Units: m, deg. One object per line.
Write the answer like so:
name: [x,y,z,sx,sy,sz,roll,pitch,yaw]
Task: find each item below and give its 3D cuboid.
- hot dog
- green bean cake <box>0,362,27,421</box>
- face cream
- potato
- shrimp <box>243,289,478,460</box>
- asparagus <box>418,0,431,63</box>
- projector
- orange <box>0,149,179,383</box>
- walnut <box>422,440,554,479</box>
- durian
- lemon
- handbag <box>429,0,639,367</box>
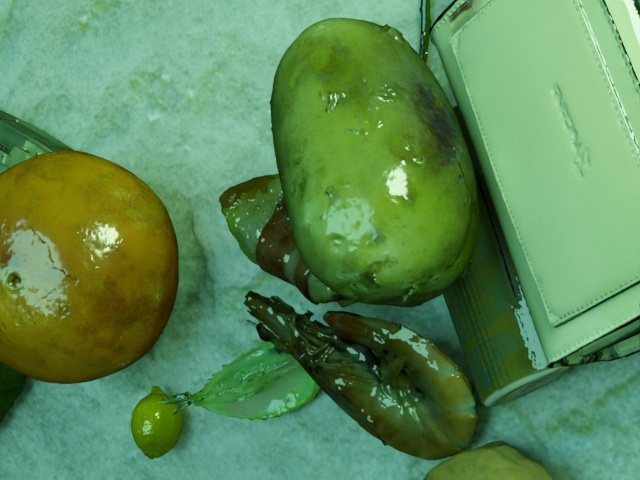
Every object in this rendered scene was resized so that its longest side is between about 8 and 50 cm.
hot dog: [0.000,0.004,1.672,0.261,0.093,0.123,37,90,36]
green bean cake: [-0.543,0.166,2.118,0.250,0.156,0.247,54,124,28]
face cream: [0.160,0.015,1.536,0.139,0.067,0.285,-41,64,55]
potato: [0.050,-0.075,1.453,0.173,0.210,0.308,-30,64,32]
shrimp: [0.043,0.122,1.593,0.287,0.063,0.152,35,136,9]
asparagus: [0.109,-0.211,1.625,0.016,0.016,0.163,4,94,16]
projector: [-0.429,-0.062,2.061,0.269,0.088,0.194,27,105,38]
orange: [-0.309,0.034,1.846,0.283,0.226,0.284,1,92,20]
walnut: [0.165,0.296,1.496,0.238,0.141,0.204,-27,68,36]
durian: [-0.074,0.154,1.730,0.215,0.100,0.086,-26,67,25]
lemon: [-0.201,0.222,1.874,0.065,0.065,0.092,-19,60,41]
handbag: [0.252,-0.085,1.403,0.236,0.160,0.359,-33,68,43]
